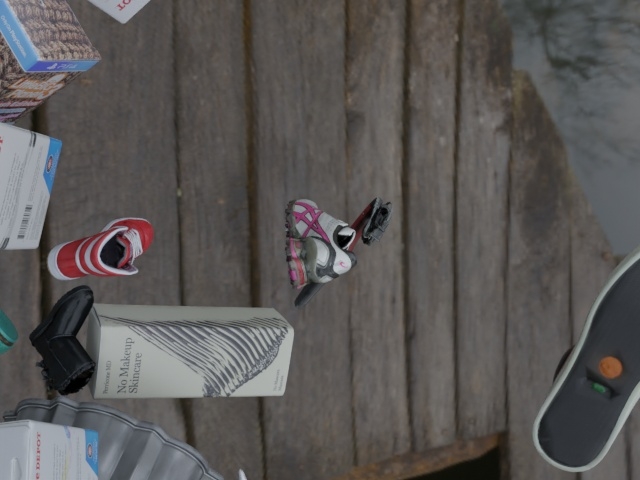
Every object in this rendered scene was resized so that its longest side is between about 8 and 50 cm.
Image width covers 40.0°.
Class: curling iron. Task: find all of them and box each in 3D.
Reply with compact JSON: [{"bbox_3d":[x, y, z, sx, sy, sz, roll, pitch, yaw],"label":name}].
[{"bbox_3d":[0.025,0.026,1.329,0.035,0.274,0.068,30,45,-13],"label":"curling iron"}]

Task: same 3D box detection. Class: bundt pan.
[{"bbox_3d":[-0.294,0.349,1.160,0.331,0.330,0.124,50,41,-30],"label":"bundt pan"}]

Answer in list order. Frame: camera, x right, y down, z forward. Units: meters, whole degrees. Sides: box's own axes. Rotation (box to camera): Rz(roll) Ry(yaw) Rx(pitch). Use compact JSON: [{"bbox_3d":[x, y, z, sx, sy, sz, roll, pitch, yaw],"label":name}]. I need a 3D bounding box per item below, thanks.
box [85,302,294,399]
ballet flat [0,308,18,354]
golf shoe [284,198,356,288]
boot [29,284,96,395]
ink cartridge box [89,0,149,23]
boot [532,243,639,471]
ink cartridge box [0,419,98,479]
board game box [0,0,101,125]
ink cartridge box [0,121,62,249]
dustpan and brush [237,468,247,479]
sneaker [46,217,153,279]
[{"bbox_3d":[-0.184,0.155,1.231,0.275,0.094,0.113,2,105,-24],"label":"box"},{"bbox_3d":[-0.520,0.062,1.219,0.087,0.083,0.247,-28,104,-1],"label":"ballet flat"},{"bbox_3d":[0.000,0.000,1.065,0.085,0.186,0.068,-10,117,0],"label":"golf shoe"},{"bbox_3d":[-0.318,0.131,1.129,0.121,0.099,0.045,-45,151,12],"label":"boot"},{"bbox_3d":[-0.357,-0.526,1.381,0.270,0.198,0.197,29,35,-46],"label":"ink cartridge box"},{"bbox_3d":[0.279,0.076,0.789,0.244,0.088,0.176,-60,166,19],"label":"boot"},{"bbox_3d":[-0.257,0.217,0.811,0.122,0.052,0.089,50,34,-68],"label":"ink cartridge box"},{"bbox_3d":[-0.482,-0.259,1.147,0.232,0.291,0.141,59,21,-2],"label":"board game box"},{"bbox_3d":[-0.398,-0.068,1.046,0.203,0.085,0.148,7,97,-85],"label":"ink cartridge box"},{"bbox_3d":[-0.127,0.485,1.453,0.060,0.147,0.211,-16,93,1],"label":"dustpan and brush"},{"bbox_3d":[-0.167,0.005,0.747,0.118,0.067,0.042,-30,109,-56],"label":"sneaker"}]
